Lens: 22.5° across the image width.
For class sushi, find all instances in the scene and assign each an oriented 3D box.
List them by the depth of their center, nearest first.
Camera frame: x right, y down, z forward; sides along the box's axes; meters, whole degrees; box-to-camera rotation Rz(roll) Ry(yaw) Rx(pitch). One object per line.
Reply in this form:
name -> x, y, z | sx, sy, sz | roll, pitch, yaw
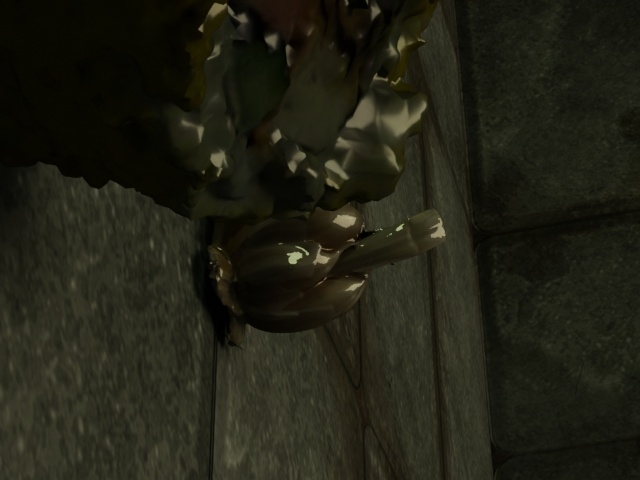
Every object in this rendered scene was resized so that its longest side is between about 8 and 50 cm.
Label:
sushi -> -0.053, -0.211, 0.823 | 0.351, 0.240, 0.397 | 22, 86, -68

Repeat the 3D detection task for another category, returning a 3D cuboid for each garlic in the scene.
garlic -> 0.000, 0.000, 1.290 | 0.127, 0.194, 0.131 | -99, 168, -60
